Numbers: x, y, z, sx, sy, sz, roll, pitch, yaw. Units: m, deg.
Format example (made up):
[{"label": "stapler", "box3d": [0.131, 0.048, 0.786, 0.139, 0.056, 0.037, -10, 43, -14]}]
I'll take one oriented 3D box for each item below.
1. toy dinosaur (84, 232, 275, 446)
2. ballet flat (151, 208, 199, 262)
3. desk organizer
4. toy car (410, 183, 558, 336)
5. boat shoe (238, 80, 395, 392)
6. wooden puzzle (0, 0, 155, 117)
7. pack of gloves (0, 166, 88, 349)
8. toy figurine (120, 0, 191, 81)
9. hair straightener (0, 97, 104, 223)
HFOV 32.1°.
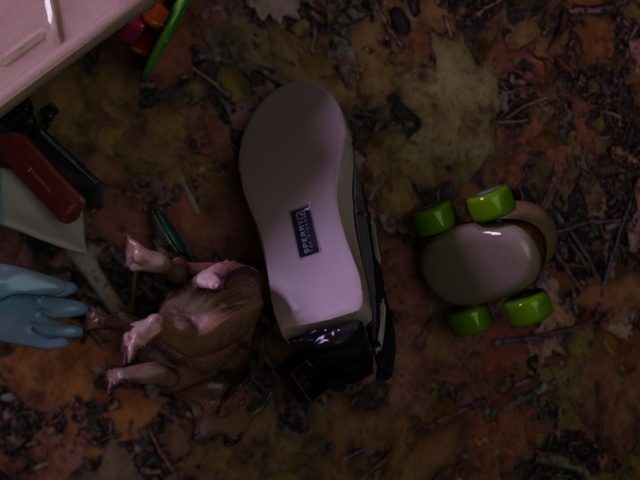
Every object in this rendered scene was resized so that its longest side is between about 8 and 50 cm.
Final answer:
[{"label": "toy dinosaur", "box3d": [-0.108, 0.085, 1.086, 0.200, 0.295, 0.127, 4, 55, -25]}, {"label": "ballet flat", "box3d": [-0.151, 0.021, 1.169, 0.041, 0.041, 0.114, -43, 102, -21]}, {"label": "desk organizer", "box3d": [0.016, 0.125, 1.226, 0.130, 0.050, 0.047, -37, 101, -22]}, {"label": "toy car", "box3d": [0.217, 0.002, 1.307, 0.188, 0.149, 0.155, -32, 104, -52]}, {"label": "boat shoe", "box3d": [0.000, 0.000, 1.183, 0.127, 0.158, 0.340, -13, 54, 11]}, {"label": "wooden puzzle", "box3d": [-0.379, -0.215, 1.014, 0.322, 0.080, 0.348, 43, 64, 13]}, {"label": "pack of gloves", "box3d": [-0.306, -0.007, 1.020, 0.232, 0.046, 0.195, 19, 53, -39]}, {"label": "toy figurine", "box3d": [-0.210, -0.271, 1.135, 0.159, 0.130, 0.173, 29, 53, -10]}, {"label": "hair straightener", "box3d": [-0.303, -0.116, 1.102, 0.230, 0.047, 0.089, 42, 28, 0]}]
